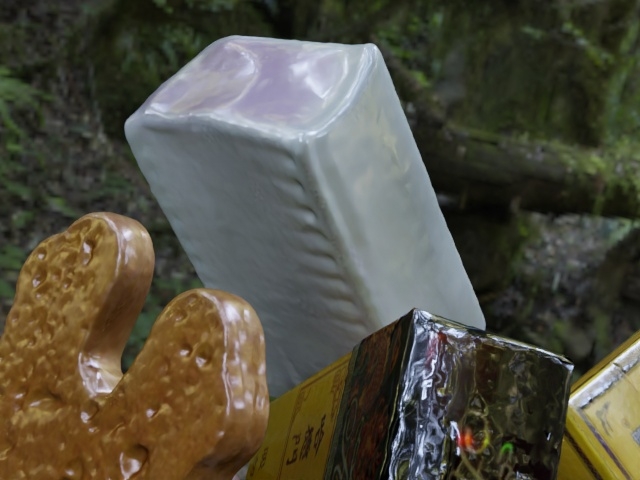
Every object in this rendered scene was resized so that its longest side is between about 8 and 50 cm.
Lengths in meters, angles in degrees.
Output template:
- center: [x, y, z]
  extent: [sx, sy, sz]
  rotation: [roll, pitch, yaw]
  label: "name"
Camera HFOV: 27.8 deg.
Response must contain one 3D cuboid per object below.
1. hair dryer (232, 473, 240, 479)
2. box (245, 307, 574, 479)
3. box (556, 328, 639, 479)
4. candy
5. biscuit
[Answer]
- center: [-0.094, 0.307, 1.335]
  extent: [0.125, 0.210, 0.352]
  rotation: [24, 15, 30]
  label: "hair dryer"
- center: [0.026, 0.221, 0.906]
  extent: [0.115, 0.264, 0.415]
  rotation: [18, -18, -10]
  label: "box"
- center: [0.314, 0.176, 1.122]
  extent: [0.301, 0.084, 0.193]
  rotation: [-26, 77, -45]
  label: "box"
- center: [-0.001, -0.001, 1.143]
  extent: [0.208, 0.359, 0.145]
  rotation: [7, 46, 39]
  label: "candy"
- center: [-0.146, 0.154, 0.688]
  extent: [0.202, 0.334, 0.047]
  rotation: [28, 2, 40]
  label: "biscuit"
